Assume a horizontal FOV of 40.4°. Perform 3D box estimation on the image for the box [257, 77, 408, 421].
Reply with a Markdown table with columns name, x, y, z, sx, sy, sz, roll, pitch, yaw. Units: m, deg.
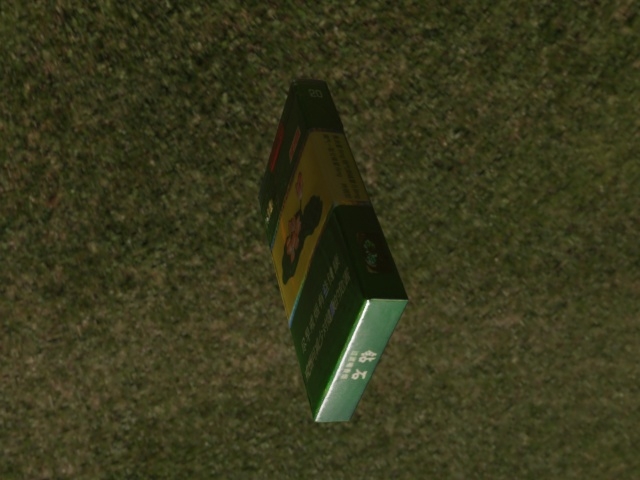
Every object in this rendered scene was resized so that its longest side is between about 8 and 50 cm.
| name | x | y | z | sx | sy | sz | roll | pitch | yaw |
| --- | --- | --- | --- | --- | --- | --- | --- | --- | --- |
| box | 0.000 | 0.000 | 0.646 | 0.034 | 0.235 | 0.132 | 2 | 133 | -20 |
